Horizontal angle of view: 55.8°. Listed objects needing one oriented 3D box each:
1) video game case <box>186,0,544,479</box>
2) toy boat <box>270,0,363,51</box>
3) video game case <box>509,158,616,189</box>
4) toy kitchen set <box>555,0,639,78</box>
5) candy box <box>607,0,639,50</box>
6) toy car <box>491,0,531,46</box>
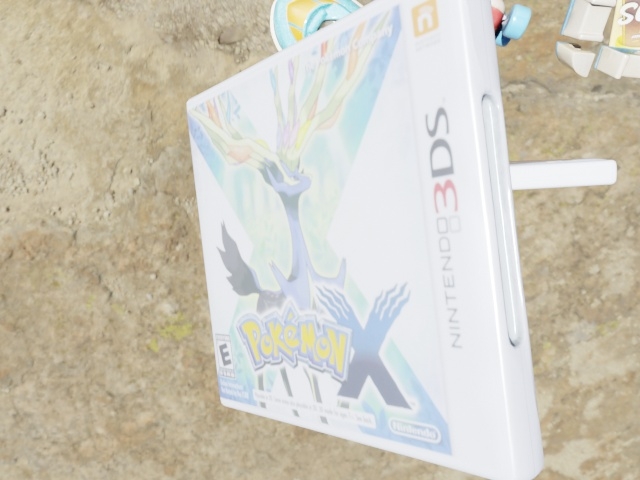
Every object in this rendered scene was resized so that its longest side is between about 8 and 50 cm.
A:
[{"bbox_3d":[0.000,0.000,0.467,0.036,0.329,0.299,-7,90,-39],"label":"video game case"},{"bbox_3d":[0.040,-0.492,1.265,0.268,0.148,0.318,31,92,8],"label":"toy boat"},{"bbox_3d":[0.137,-0.061,0.573,0.201,0.183,0.023,-3,97,0],"label":"video game case"},{"bbox_3d":[0.497,-0.391,1.022,0.166,0.122,0.207,2,123,-10],"label":"toy kitchen set"},{"bbox_3d":[0.730,-0.543,1.274,0.183,0.087,0.316,10,129,22],"label":"candy box"},{"bbox_3d":[0.328,-0.450,1.416,0.219,0.210,0.237,20,99,-2],"label":"toy car"}]
